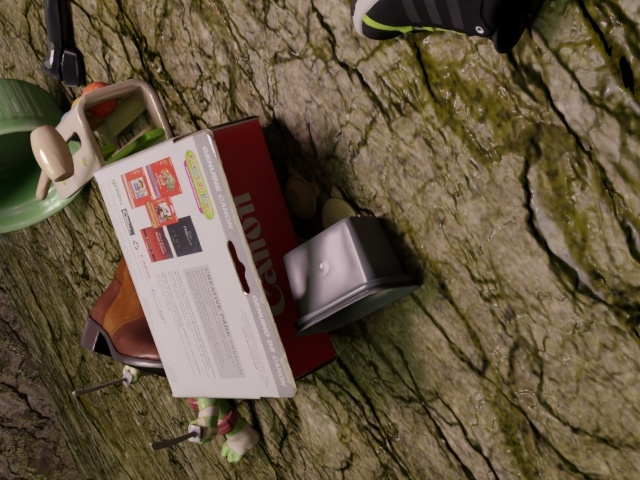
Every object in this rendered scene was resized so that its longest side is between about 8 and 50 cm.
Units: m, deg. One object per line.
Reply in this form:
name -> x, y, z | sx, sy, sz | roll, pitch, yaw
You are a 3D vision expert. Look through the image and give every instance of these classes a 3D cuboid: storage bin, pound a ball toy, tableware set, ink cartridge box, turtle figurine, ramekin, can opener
storage bin -> 0.029, 0.035, 0.930 | 0.135, 0.098, 0.091 | -30, 72, 37
pound a ball toy -> -0.372, -0.154, 1.327 | 0.319, 0.208, 0.135 | -17, 96, 61
tableware set -> 0.000, 0.000, 1.023 | 0.141, 0.020, 0.168 | 34, 135, 36
ink cartridge box -> -0.110, 0.025, 1.029 | 0.272, 0.130, 0.309 | -10, 100, 50
turtle figurine -> -0.229, 0.263, 1.373 | 0.198, 0.274, 0.266 | -3, 137, 27
ramekin -> -0.599, -0.160, 1.615 | 0.148, 0.303, 0.303 | 60, 151, 25
can opener -> -0.444, -0.352, 1.471 | 0.059, 0.073, 0.186 | -87, 1, -55

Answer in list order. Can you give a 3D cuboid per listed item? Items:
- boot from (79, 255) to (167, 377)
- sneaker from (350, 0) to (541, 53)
boot -> -0.218, 0.051, 1.252 | 0.264, 0.096, 0.280 | 8, 75, 51
sneaker -> 0.106, -0.180, 0.655 | 0.235, 0.084, 0.097 | -17, 97, 61
